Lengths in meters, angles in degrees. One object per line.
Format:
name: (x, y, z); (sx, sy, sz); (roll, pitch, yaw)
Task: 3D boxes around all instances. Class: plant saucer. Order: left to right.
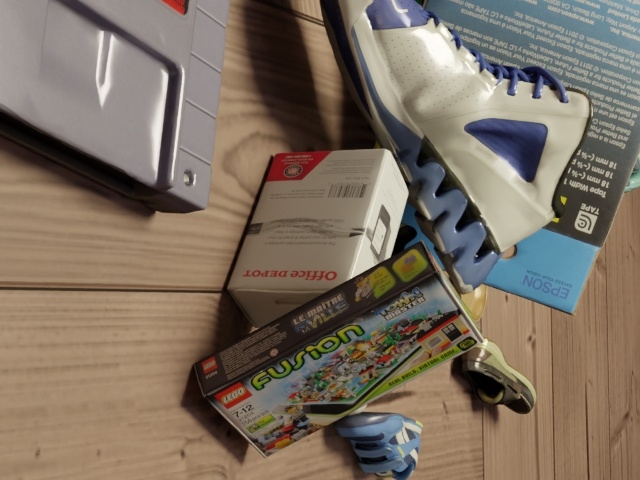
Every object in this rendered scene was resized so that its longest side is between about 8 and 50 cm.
plant saucer: (0.166, 0.049, 1.652); (0.083, 0.015, 0.083); (6, 83, -63)

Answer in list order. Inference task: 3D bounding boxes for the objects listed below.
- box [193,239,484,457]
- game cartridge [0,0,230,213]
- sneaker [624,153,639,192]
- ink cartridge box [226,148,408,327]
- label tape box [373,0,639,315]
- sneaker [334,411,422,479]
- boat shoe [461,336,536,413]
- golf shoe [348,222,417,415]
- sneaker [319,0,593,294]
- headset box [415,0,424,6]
box: (0.016, 0.089, 1.173); (0.114, 0.207, 0.036); (52, 12, -48)
game cartridge: (-0.170, -0.173, 0.985); (0.355, 0.068, 0.230); (28, 68, -59)
sneaker: (0.341, -0.126, 1.886); (0.283, 0.122, 0.110); (23, 68, -60)
ink cartridge box: (0.000, 0.000, 1.237); (0.063, 0.109, 0.150); (61, 38, -47)
label tape box: (0.189, -0.129, 1.423); (0.106, 0.241, 0.333); (-80, -171, -78)
sneaker: (0.058, 0.193, 1.396); (0.144, 0.053, 0.059); (28, 66, -58)
boat shoe: (0.195, 0.162, 1.667); (0.152, 0.056, 0.049); (45, 54, -40)
golf shoe: (0.043, 0.067, 1.342); (0.067, 0.086, 0.186); (24, 68, -60)
sneaker: (0.134, -0.128, 1.311); (0.315, 0.182, 0.127); (63, -3, -17)
headset box: (0.206, -0.268, 1.629); (0.283, 0.131, 0.246); (0, 87, -62)
